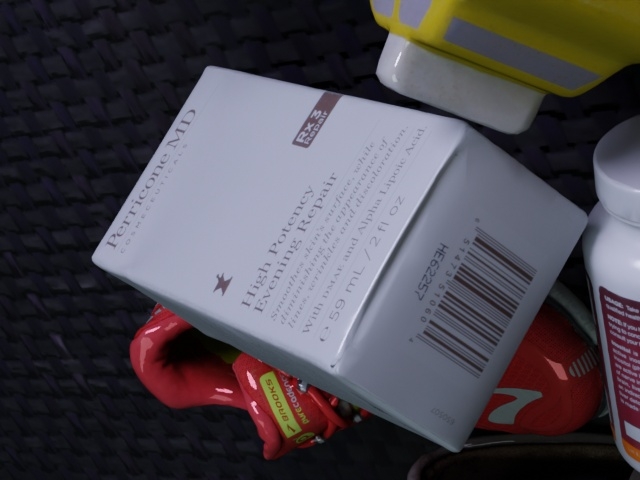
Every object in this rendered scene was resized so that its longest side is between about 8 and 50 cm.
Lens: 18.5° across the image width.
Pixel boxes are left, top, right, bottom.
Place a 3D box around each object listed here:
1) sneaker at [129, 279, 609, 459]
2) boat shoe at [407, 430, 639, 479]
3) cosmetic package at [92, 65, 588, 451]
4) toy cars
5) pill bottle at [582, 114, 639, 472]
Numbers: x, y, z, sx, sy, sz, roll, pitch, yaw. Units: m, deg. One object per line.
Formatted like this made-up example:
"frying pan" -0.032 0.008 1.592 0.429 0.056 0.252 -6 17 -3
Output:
"sneaker" 0.019 0.067 0.974 0.279 0.118 0.107 4 127 41
"boat shoe" 0.166 0.139 0.908 0.324 0.116 0.097 -7 122 53
"cosmetic package" 0.000 0.000 0.866 0.085 0.117 0.231 35 170 -32
"toy cars" -0.020 -0.128 0.786 0.393 0.176 0.087 25 96 26
"pill bottle" 0.157 0.024 0.831 0.086 0.086 0.152 14 133 35
